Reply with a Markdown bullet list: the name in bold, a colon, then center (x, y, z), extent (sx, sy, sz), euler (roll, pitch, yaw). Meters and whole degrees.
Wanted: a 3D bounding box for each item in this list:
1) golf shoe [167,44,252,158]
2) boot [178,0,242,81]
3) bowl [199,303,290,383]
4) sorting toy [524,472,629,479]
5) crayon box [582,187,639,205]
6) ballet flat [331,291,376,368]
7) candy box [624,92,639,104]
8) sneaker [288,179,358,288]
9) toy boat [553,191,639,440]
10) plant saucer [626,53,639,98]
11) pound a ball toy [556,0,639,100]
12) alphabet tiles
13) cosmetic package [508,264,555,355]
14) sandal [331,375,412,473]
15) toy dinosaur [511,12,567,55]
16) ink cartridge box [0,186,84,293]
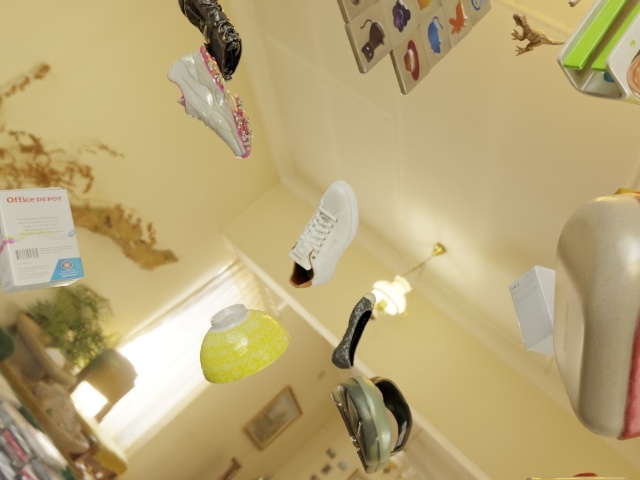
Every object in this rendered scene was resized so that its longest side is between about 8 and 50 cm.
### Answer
- **golf shoe**: center (-0.274, -0.336, 1.631), extent (0.115, 0.140, 0.306), euler (-84, 155, -55)
- **boot**: center (-0.228, -0.500, 1.373), extent (0.229, 0.091, 0.263), euler (59, -20, 22)
- **bowl**: center (-0.252, 0.286, 1.944), extent (0.289, 0.289, 0.156), euler (11, -53, 63)
- **sorting toy**: center (0.442, 0.524, 1.329), extent (0.229, 0.307, 0.041), euler (104, -15, -50)
- **crayon box**: center (0.803, -0.008, 1.515), extent (0.083, 0.322, 0.203), euler (114, -21, -54)
- **ballet flat**: center (0.078, 0.184, 1.304), extent (0.049, 0.173, 0.057), euler (11, -26, 35)
- **candy box**: center (0.707, -0.362, 1.462), extent (0.053, 0.186, 0.109), euler (113, -23, -45)
- **sneaker**: center (0.000, 0.000, 1.490), extent (0.106, 0.123, 0.290), euler (38, -53, 30)
- **toy boat**: center (0.303, 0.066, 0.587), extent (0.151, 0.151, 0.231), euler (-83, 166, -58)
- **plant saucer**: center (0.571, -0.251, 0.966), extent (0.200, 0.200, 0.037), euler (28, -27, 48)
- **pound a ball toy**: center (0.588, -0.434, 1.245), extent (0.135, 0.319, 0.208), euler (38, -3, -34)
- **alphabet tiles**: center (0.114, -0.348, 0.728), extent (0.011, 0.342, 0.285), euler (11, -44, 40)
- **cosmetic package**: center (0.369, 0.111, 0.858), extent (0.238, 0.099, 0.060), euler (15, -42, -23)
- **sandal**: center (0.075, 0.222, 0.800), extent (0.303, 0.086, 0.120), euler (93, -26, -75)
- **toy dinosaur**: center (0.537, -0.496, 1.587), extent (0.211, 0.064, 0.112), euler (8, -4, -32)
- **ink cartridge box**: center (-0.365, -0.002, 0.824), extent (0.052, 0.088, 0.123), euler (-21, -100, 45)
